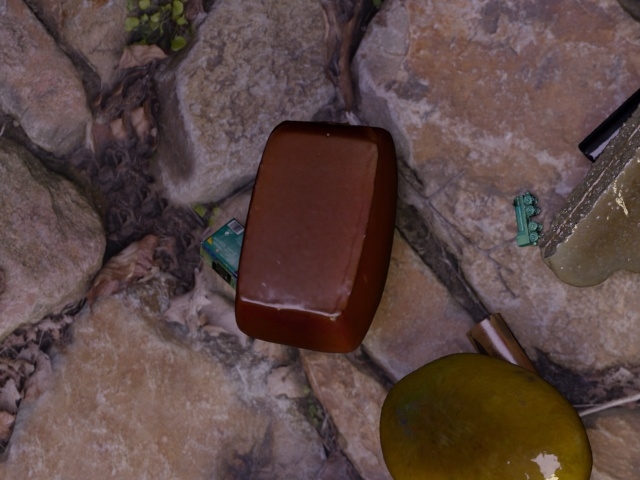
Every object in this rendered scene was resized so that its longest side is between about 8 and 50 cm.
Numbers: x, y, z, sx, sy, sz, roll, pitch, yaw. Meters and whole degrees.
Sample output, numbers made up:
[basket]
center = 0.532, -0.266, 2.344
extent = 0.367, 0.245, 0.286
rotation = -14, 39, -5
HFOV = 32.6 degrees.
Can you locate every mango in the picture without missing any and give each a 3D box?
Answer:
[mango]
center = 0.245, 0.301, 1.654
extent = 0.365, 0.182, 0.253
rotation = 10, 76, 50

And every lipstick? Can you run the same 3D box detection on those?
[lipstick]
center = 0.582, -0.261, 1.708
extent = 0.418, 0.077, 0.077
rotation = -42, 72, 9

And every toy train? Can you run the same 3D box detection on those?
[toy train]
center = 0.338, -0.034, 1.790
extent = 0.045, 0.029, 0.092
rotation = -16, 74, 33

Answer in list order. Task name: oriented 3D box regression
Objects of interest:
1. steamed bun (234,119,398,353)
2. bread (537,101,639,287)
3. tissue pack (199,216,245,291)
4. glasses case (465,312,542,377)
[steamed bun]
center = 0.000, 0.000, 1.782
extent = 0.235, 0.248, 0.379
rotation = 7, 71, 9
[bread]
center = 0.491, -0.059, 1.669
extent = 0.183, 0.102, 0.337
rotation = 33, 104, -8
[tissue pack]
center = -0.146, 0.035, 1.927
extent = 0.111, 0.079, 0.085
rotation = 42, 62, 17
[glasses case]
center = 0.306, 0.203, 1.764
extent = 0.064, 0.041, 0.170
rotation = -35, 74, 13
